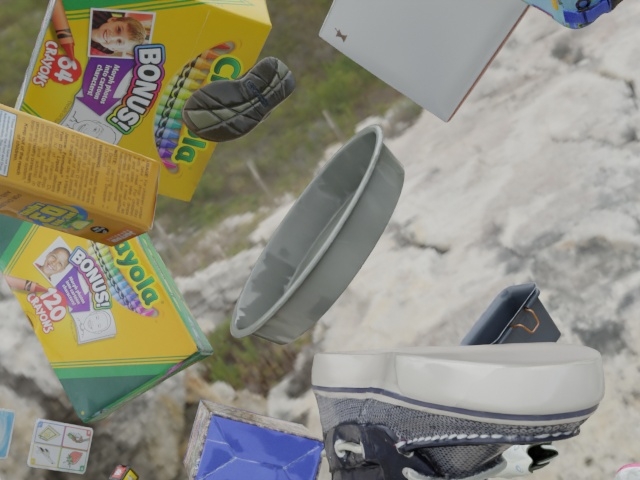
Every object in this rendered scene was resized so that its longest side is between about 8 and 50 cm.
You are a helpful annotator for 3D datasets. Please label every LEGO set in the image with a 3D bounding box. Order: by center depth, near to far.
[{"bbox_3d":[-0.278,0.269,1.049,0.060,0.244,0.182,-3,72,38],"label":"LEGO set"}]

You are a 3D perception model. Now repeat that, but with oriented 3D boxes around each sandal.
[{"bbox_3d":[-0.120,-0.198,1.509,0.060,0.090,0.219,-31,10,46],"label":"sandal"}]

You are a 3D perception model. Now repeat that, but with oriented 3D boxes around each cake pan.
[{"bbox_3d":[0.000,0.000,1.208,0.293,0.054,0.293,-52,12,16],"label":"cake pan"}]

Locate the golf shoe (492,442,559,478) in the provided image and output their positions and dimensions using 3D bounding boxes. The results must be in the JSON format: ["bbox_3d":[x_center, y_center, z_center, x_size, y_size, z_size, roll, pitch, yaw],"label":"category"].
[{"bbox_3d":[0.271,0.265,1.337,0.086,0.069,0.176,3,13,38],"label":"golf shoe"}]

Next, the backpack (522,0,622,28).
[{"bbox_3d":[0.168,-0.260,0.748,0.117,0.173,0.158,-41,53,-4],"label":"backpack"}]

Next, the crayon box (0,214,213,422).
[{"bbox_3d":[-0.272,0.060,1.281,0.165,0.278,0.081,-31,-10,2],"label":"crayon box"}]

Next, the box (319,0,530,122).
[{"bbox_3d":[0.176,-0.328,1.102,0.345,0.168,0.215,-54,-3,-36],"label":"box"}]

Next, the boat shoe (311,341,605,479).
[{"bbox_3d":[0.087,0.152,0.722,0.127,0.158,0.340,-2,-5,-16],"label":"boat shoe"}]

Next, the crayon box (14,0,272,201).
[{"bbox_3d":[-0.293,-0.260,1.663,0.106,0.313,0.363,-101,33,-49],"label":"crayon box"}]

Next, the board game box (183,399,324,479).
[{"bbox_3d":[-0.137,0.423,2.088,0.291,0.232,0.141,161,124,-79],"label":"board game box"}]

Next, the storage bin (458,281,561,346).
[{"bbox_3d":[0.283,0.138,1.500,0.135,0.091,0.098,-48,16,-28],"label":"storage bin"}]

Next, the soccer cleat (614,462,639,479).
[{"bbox_3d":[0.544,0.469,1.616,0.116,0.331,0.143,-13,42,32],"label":"soccer cleat"}]

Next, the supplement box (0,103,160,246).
[{"bbox_3d":[-0.266,-0.064,0.968,0.078,0.233,0.080,-20,62,46],"label":"supplement box"}]
